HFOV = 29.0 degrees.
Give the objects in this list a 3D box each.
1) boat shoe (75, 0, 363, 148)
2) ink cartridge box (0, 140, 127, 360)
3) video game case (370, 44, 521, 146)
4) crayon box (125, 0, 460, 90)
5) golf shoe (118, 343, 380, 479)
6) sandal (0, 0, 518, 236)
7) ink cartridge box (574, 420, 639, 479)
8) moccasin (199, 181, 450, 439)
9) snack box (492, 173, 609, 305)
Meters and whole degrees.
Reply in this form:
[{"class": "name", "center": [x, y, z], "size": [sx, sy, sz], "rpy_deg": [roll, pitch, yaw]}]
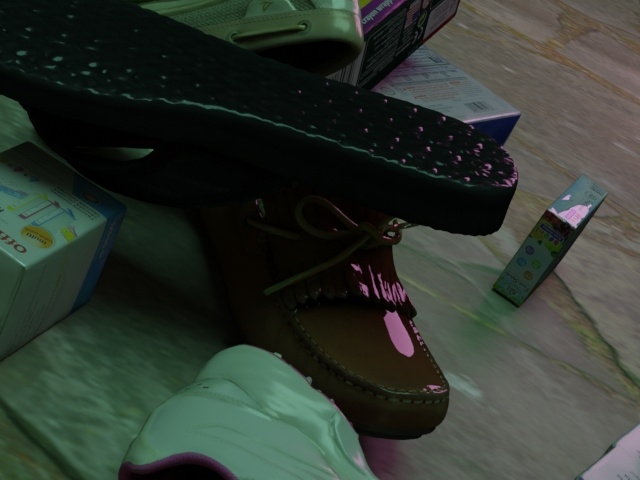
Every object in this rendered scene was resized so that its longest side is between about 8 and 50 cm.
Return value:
[{"class": "boat shoe", "center": [-0.103, -0.133, 0.999], "size": [0.109, 0.302, 0.098], "rpy_deg": [37, 38, -54]}, {"class": "ink cartridge box", "center": [-0.213, 0.010, 0.824], "size": [0.092, 0.090, 0.143], "rpy_deg": [33, 28, 8]}, {"class": "video game case", "center": [0.063, -0.177, 1.412], "size": [0.244, 0.061, 0.269], "rpy_deg": [41, 31, 24]}, {"class": "crayon box", "center": [-0.058, -0.273, 1.298], "size": [0.313, 0.106, 0.363], "rpy_deg": [29, 43, 16]}, {"class": "golf shoe", "center": [0.011, 0.191, 0.727], "size": [0.306, 0.115, 0.140], "rpy_deg": [33, 38, 23]}, {"class": "sandal", "center": [-0.083, -0.073, 0.879], "size": [0.445, 0.107, 0.167], "rpy_deg": [19, 27, -2]}, {"class": "ink cartridge box", "center": [0.375, 0.256, 0.967], "size": [0.324, 0.071, 0.330], "rpy_deg": [42, 34, 22]}, {"class": "moccasin", "center": [0.003, 0.001, 0.971], "size": [0.139, 0.147, 0.380], "rpy_deg": [13, 32, -27]}, {"class": "snack box", "center": [0.230, -0.002, 1.230], "size": [0.037, 0.100, 0.141], "rpy_deg": [36, 28, 12]}]
